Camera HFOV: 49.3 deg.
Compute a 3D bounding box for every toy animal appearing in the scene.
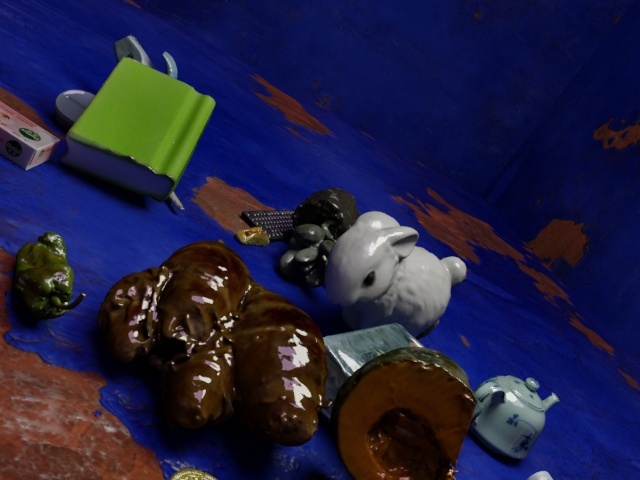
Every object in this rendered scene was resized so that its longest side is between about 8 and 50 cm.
[{"bbox_3d":[0.132,0.067,1.335,0.194,0.258,0.357,45,1,31],"label":"toy animal"}]

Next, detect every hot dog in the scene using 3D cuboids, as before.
[{"bbox_3d":[-0.135,-0.010,1.438,0.030,0.034,0.090,46,21,27],"label":"hot dog"}]

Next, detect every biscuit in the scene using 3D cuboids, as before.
[{"bbox_3d":[-0.132,0.283,0.747,0.084,0.023,0.084,31,19,-12],"label":"biscuit"}]

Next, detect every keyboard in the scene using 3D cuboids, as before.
[{"bbox_3d":[-0.074,-0.040,1.639,0.101,0.018,0.309,43,20,19],"label":"keyboard"}]

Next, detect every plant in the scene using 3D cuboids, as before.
[{"bbox_3d":[-0.001,0.000,1.480,0.149,0.146,0.275,56,26,-19],"label":"plant"}]

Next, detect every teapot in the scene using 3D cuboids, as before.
[{"bbox_3d":[0.360,0.317,1.326,0.232,0.159,0.159,20,24,-39],"label":"teapot"}]

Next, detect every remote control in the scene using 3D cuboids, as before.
[{"bbox_3d":[-0.415,-0.214,1.379,0.247,0.052,0.104,34,41,5],"label":"remote control"}]

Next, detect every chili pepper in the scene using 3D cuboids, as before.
[{"bbox_3d":[-0.343,0.054,0.869,0.072,0.073,0.204,4,20,-26],"label":"chili pepper"}]

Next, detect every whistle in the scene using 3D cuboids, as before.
[{"bbox_3d":[-0.389,-0.330,1.575,0.269,0.180,0.093,64,17,-13],"label":"whistle"}]

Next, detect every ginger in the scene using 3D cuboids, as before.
[{"bbox_3d":[-0.125,0.134,0.922,0.357,0.152,0.274,41,19,20],"label":"ginger"}]

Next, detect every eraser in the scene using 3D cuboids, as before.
[{"bbox_3d":[-0.334,-0.211,1.318,0.210,0.092,0.274,23,43,-12],"label":"eraser"}]

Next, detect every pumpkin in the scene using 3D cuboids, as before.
[{"bbox_3d":[0.140,0.270,0.881,0.281,0.190,0.139,56,1,8],"label":"pumpkin"}]

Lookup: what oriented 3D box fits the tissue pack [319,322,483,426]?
[{"bbox_3d":[0.118,0.250,1.135,0.228,0.103,0.315,43,19,23],"label":"tissue pack"}]

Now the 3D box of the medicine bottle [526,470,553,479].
[{"bbox_3d":[0.403,0.459,1.195,0.074,0.055,0.118,22,23,-32],"label":"medicine bottle"}]

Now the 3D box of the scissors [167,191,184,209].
[{"bbox_3d":[-0.320,-0.119,1.400,0.110,0.021,0.212,6,34,-43],"label":"scissors"}]

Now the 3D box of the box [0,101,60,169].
[{"bbox_3d":[-0.516,-0.177,1.170,0.125,0.043,0.089,33,19,-7],"label":"box"}]
